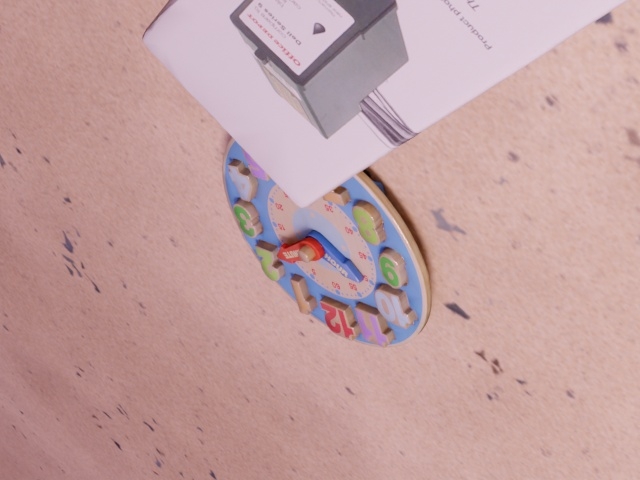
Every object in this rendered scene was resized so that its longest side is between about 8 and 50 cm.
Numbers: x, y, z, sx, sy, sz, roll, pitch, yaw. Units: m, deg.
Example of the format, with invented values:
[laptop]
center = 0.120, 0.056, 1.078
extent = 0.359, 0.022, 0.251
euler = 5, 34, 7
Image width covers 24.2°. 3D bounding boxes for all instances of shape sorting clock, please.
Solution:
[shape sorting clock]
center = 0.000, 0.000, 1.133
extent = 0.206, 0.040, 0.206
euler = 34, 151, 22

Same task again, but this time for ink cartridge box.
[ink cartridge box]
center = 0.070, -0.152, 0.631
extent = 0.121, 0.211, 0.289
euler = 47, 155, -6
